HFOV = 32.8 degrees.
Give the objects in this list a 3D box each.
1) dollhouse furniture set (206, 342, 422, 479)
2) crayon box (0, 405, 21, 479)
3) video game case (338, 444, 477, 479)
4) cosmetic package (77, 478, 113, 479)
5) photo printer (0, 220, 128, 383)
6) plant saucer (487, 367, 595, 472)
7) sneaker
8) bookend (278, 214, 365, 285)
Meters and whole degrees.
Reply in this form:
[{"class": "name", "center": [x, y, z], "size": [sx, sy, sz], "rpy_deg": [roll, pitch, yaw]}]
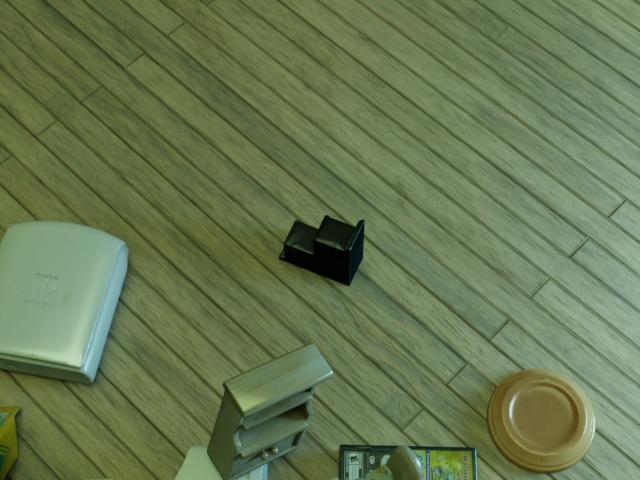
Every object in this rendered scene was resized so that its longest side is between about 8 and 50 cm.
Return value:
[{"class": "dollhouse furniture set", "center": [-0.003, 0.409, 1.749], "size": [0.362, 0.256, 0.394], "rpy_deg": [-21, 61, -28]}, {"class": "crayon box", "center": [-0.650, 0.384, 1.880], "size": [0.203, 0.323, 0.083], "rpy_deg": [-3, 102, 0]}, {"class": "video game case", "center": [0.155, 0.497, 1.914], "size": [0.248, 0.035, 0.275], "rpy_deg": [1, 61, 1]}, {"class": "cosmetic package", "center": [-0.394, 0.558, 1.806], "size": [0.153, 0.129, 0.296], "rpy_deg": [-9, 58, 31]}, {"class": "photo printer", "center": [-0.516, 0.105, 2.089], "size": [0.255, 0.107, 0.308], "rpy_deg": [10, 62, 6]}, {"class": "plant saucer", "center": [0.408, 0.326, 2.001], "size": [0.199, 0.037, 0.200], "rpy_deg": [0, 62, 1]}, {"class": "sneaker", "center": [-0.186, 0.491, 1.888], "size": [0.169, 0.108, 0.293], "rpy_deg": [1, 52, 3]}, {"class": "bookend", "center": [0.000, 0.000, 2.113], "size": [0.157, 0.156, 0.072], "rpy_deg": [21, 64, 12]}]
